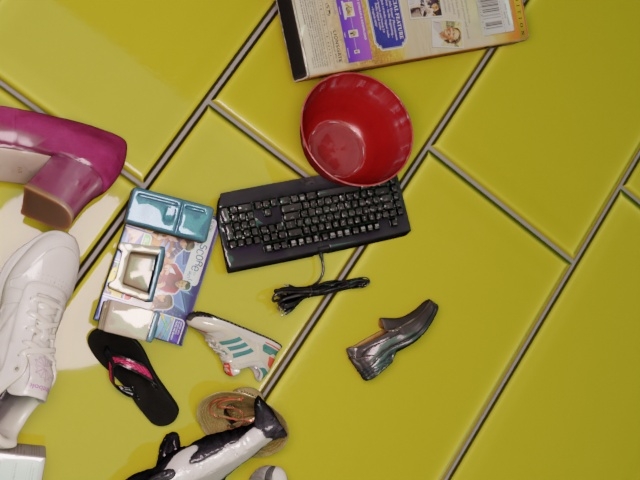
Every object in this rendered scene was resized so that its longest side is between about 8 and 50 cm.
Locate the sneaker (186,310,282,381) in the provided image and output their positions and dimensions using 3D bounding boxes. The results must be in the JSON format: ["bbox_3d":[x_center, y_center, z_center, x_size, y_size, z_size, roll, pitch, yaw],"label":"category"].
[{"bbox_3d":[-0.135,0.161,1.361,0.161,0.057,0.075,26,81,-31],"label":"sneaker"}]

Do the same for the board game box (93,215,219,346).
[{"bbox_3d":[-0.240,0.041,1.358,0.136,0.035,0.201,20,81,-15],"label":"board game box"}]

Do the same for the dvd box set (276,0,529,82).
[{"bbox_3d":[0.122,-0.435,1.451,0.420,0.062,0.308,-15,96,-24],"label":"dvd box set"}]

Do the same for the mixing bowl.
[{"bbox_3d":[0.040,-0.156,1.407,0.181,0.098,0.182,5,75,-19],"label":"mixing bowl"}]

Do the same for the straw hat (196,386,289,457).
[{"bbox_3d":[-0.110,0.254,1.369,0.144,0.144,0.061,31,36,-13],"label":"straw hat"}]

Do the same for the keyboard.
[{"bbox_3d":[0.000,0.000,1.419,0.317,0.033,0.202,-12,91,-24],"label":"keyboard"}]

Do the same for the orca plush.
[{"bbox_3d":[-0.198,0.307,1.319,0.287,0.151,0.102,-40,58,8],"label":"orca plush"}]

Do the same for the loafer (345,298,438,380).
[{"bbox_3d":[0.115,0.145,1.449,0.170,0.062,0.061,-41,94,-16],"label":"loafer"}]

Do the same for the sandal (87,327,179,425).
[{"bbox_3d":[-0.270,0.199,1.324,0.067,0.040,0.179,-33,100,18],"label":"sandal"}]

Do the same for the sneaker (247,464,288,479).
[{"bbox_3d":[-0.049,0.478,1.370,0.129,0.111,0.297,-9,93,-33],"label":"sneaker"}]

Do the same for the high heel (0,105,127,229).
[{"bbox_3d":[-0.467,-0.162,1.291,0.377,0.127,0.181,33,44,-6],"label":"high heel"}]

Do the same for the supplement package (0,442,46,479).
[{"bbox_3d":[-0.470,0.325,1.233,0.179,0.105,0.105,11,84,-17],"label":"supplement package"}]

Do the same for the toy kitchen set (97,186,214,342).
[{"bbox_3d":[-0.219,0.035,1.258,0.122,0.166,0.207,14,83,-15],"label":"toy kitchen set"}]

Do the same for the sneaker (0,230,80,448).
[{"bbox_3d":[-0.389,0.137,1.242,0.114,0.152,0.305,30,82,-53],"label":"sneaker"}]
